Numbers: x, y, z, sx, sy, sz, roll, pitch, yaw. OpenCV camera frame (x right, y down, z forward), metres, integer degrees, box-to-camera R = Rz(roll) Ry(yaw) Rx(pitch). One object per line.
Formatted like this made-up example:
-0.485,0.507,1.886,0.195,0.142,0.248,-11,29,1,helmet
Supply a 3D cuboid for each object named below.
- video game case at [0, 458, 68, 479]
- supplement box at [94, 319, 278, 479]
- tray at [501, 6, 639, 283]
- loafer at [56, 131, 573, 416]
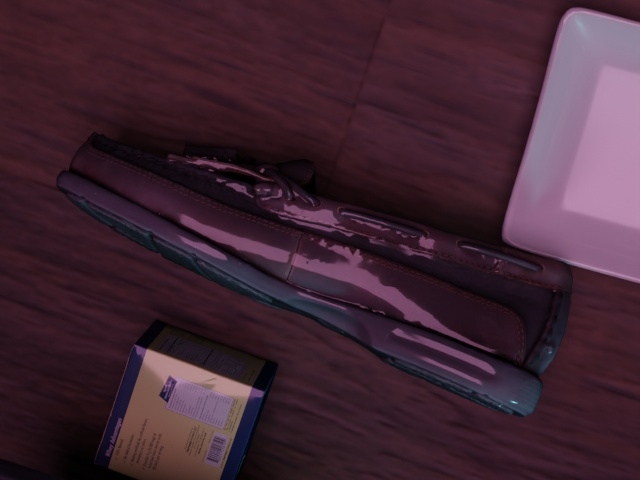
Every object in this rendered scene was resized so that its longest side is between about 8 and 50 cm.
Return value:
-0.122,0.277,0.849,0.196,0.026,0.274,14,107,19,video game case
-0.081,0.105,0.897,0.083,0.056,0.083,20,103,3,supplement box
0.251,-0.033,0.841,0.270,0.030,0.145,15,104,4,tray
0.000,0.000,0.852,0.303,0.109,0.095,25,83,3,loafer
